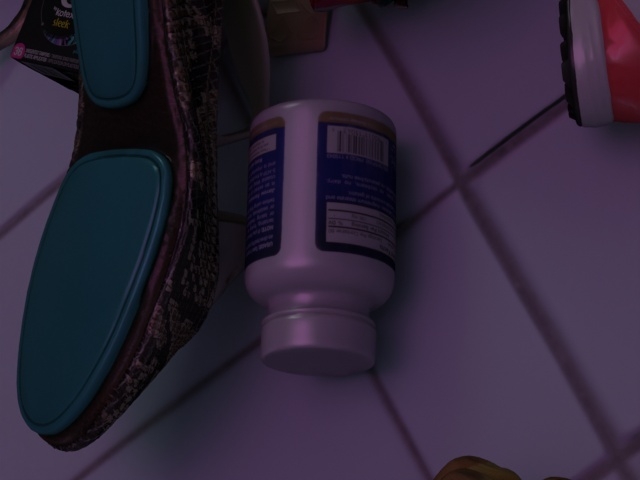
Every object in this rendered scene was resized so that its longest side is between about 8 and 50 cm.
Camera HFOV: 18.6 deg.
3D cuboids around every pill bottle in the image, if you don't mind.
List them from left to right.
[{"bbox_3d":[0.000,0.000,1.441,0.112,0.112,0.186,-10,68,31],"label":"pill bottle"}]

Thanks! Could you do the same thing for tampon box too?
[{"bbox_3d":[-0.158,-0.199,1.624,0.120,0.101,0.161,15,82,36],"label":"tampon box"}]

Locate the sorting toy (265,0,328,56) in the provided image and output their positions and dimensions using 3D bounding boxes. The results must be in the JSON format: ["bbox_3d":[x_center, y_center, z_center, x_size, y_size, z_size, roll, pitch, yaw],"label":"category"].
[{"bbox_3d":[-0.029,-0.180,1.586,0.083,0.012,0.062,-3,77,30],"label":"sorting toy"}]

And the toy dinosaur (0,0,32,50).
[{"bbox_3d":[-0.223,-0.276,1.725,0.118,0.064,0.268,16,90,37],"label":"toy dinosaur"}]

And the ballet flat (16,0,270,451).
[{"bbox_3d":[-0.114,-0.078,1.492,0.164,0.182,0.482,1,86,47],"label":"ballet flat"}]

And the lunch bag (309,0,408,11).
[{"bbox_3d":[0.011,-0.325,1.481,0.120,0.258,0.293,-8,73,-6],"label":"lunch bag"}]

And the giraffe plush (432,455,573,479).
[{"bbox_3d":[0.151,0.251,1.244,0.210,0.181,0.170,17,94,3],"label":"giraffe plush"}]

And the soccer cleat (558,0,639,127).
[{"bbox_3d":[0.228,-0.230,1.388,0.116,0.108,0.318,-2,68,10],"label":"soccer cleat"}]
